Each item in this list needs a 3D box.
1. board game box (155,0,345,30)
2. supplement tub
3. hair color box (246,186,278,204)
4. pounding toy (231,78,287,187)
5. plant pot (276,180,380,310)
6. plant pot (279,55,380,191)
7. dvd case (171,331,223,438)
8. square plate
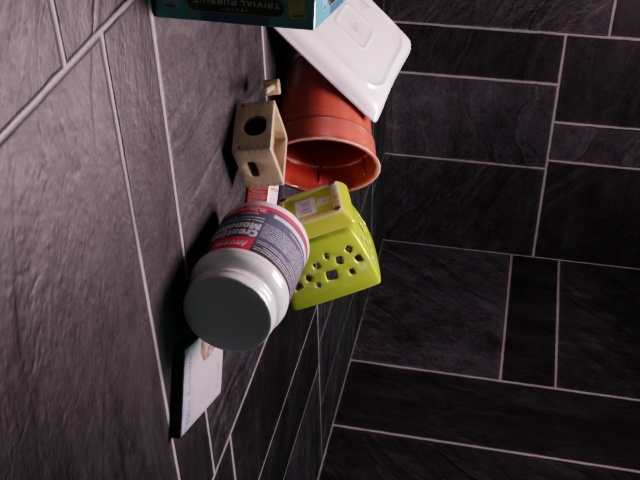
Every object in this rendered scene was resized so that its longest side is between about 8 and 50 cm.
[{"bbox_3d":[-0.095,-0.427,1.546,0.336,0.254,0.079,-62,157,-62],"label":"board game box"},{"bbox_3d":[-0.139,0.064,1.784,0.272,0.191,0.191,-68,162,-56],"label":"supplement tub"},{"bbox_3d":[-0.130,-0.109,2.104,0.093,0.053,0.167,5,93,-80],"label":"hair color box"},{"bbox_3d":[-0.132,-0.245,1.926,0.181,0.094,0.206,71,18,-56],"label":"pounding toy"},{"bbox_3d":[0.000,0.000,2.215,0.228,0.227,0.207,-98,169,-60],"label":"plant pot"},{"bbox_3d":[0.010,-0.291,2.240,0.272,0.272,0.265,73,18,-65],"label":"plant pot"},{"bbox_3d":[-0.238,0.258,1.838,0.253,0.022,0.180,-42,138,-74],"label":"dvd case"},{"bbox_3d":[0.065,-0.497,2.207,0.049,0.347,0.344,-32,-157,43],"label":"square plate"}]
